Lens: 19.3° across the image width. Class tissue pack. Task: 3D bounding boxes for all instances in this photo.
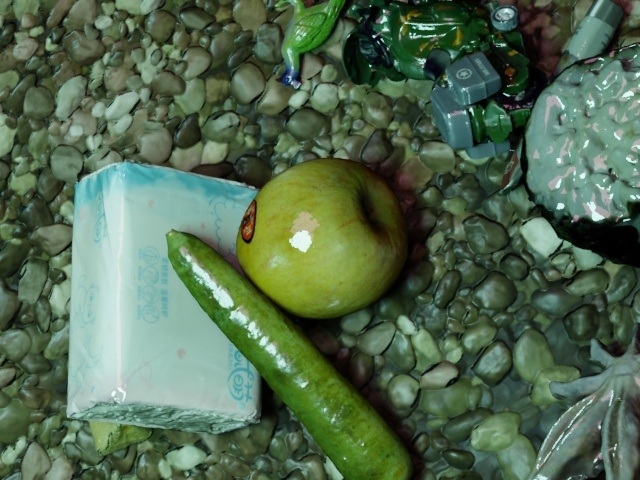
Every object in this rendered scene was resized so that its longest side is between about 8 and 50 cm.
[{"bbox_3d":[-0.163,0.063,2.017,0.124,0.201,0.271,-25,61,54],"label":"tissue pack"}]

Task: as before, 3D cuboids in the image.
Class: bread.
[{"bbox_3d":[-0.239,0.189,2.068,0.080,0.109,0.084,-21,71,11],"label":"bread"}]

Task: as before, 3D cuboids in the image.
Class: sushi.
[{"bbox_3d":[0.374,-0.096,1.870,0.350,0.171,0.211,-21,65,15],"label":"sushi"}]

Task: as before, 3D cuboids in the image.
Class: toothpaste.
[{"bbox_3d":[0.253,-0.151,2.004,0.039,0.062,0.239,30,84,0],"label":"toothpaste"}]

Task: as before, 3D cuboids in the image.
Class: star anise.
[{"bbox_3d":[0.315,0.174,1.842,0.257,0.110,0.198,-45,37,-13],"label":"star anise"}]

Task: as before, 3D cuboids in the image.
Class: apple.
[{"bbox_3d":[0.000,0.000,1.992,0.155,0.182,0.182,-32,63,31],"label":"apple"}]

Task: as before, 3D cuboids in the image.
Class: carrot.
[{"bbox_3d":[-0.035,0.123,1.946,0.074,0.074,0.358,-41,90,6],"label":"carrot"}]

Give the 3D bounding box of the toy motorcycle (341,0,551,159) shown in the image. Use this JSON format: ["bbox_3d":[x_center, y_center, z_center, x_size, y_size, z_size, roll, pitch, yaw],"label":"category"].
[{"bbox_3d":[0.128,-0.191,2.010,0.187,0.125,0.275,-22,42,-6],"label":"toy motorcycle"}]

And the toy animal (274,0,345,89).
[{"bbox_3d":[-0.005,-0.281,2.152,0.075,0.041,0.217,29,84,6],"label":"toy animal"}]
